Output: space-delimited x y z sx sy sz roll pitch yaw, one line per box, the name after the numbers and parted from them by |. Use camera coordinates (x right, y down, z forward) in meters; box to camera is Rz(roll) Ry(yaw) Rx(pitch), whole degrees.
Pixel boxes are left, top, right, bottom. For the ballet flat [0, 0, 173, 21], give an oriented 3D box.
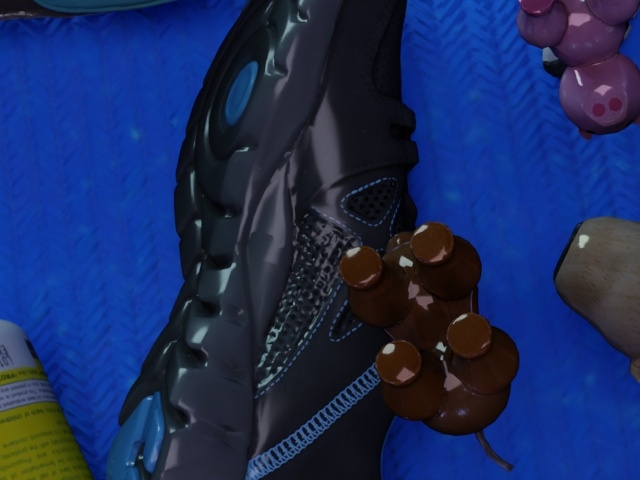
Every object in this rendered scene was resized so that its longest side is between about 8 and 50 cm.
-0.167 -0.168 0.967 0.316 0.107 0.106 -10 41 5 | ballet flat

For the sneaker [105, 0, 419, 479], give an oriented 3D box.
0.000 0.000 0.927 0.140 0.125 0.340 18 78 -18 | sneaker

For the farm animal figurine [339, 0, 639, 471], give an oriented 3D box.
0.190 -0.002 0.822 0.327 0.172 0.330 39 84 27 | farm animal figurine

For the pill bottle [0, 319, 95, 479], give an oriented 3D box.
-0.154 0.154 0.897 0.117 0.117 0.215 -27 78 1 | pill bottle

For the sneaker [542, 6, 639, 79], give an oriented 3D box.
0.133 -0.171 0.955 0.083 0.071 0.190 15 73 15 | sneaker
